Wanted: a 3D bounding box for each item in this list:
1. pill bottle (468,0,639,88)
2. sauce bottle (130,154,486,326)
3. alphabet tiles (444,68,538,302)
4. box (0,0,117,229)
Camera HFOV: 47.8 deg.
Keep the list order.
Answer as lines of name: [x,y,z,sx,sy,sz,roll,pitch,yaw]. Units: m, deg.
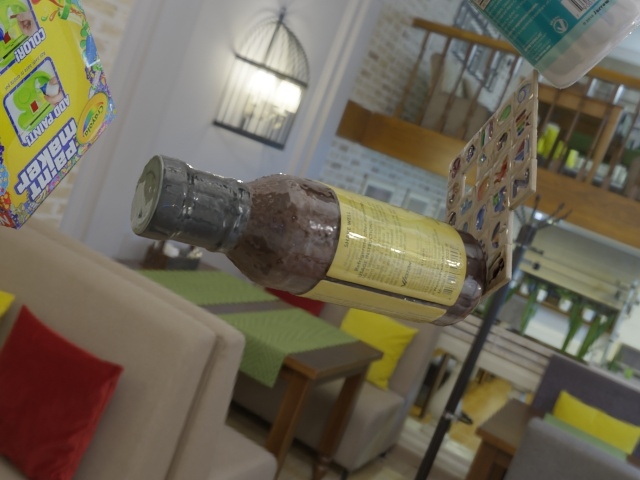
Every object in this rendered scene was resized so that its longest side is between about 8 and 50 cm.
pill bottle: [0.225,-0.305,0.786,0.264,0.146,0.146,47,9,2]
sauce bottle: [0.000,0.000,0.674,0.344,0.111,0.111,17,8,-32]
alphabet tiles: [0.180,-0.039,0.793,0.009,0.237,0.198,17,-30,-11]
box: [-0.374,-0.191,0.618,0.290,0.177,0.279,12,-40,16]
